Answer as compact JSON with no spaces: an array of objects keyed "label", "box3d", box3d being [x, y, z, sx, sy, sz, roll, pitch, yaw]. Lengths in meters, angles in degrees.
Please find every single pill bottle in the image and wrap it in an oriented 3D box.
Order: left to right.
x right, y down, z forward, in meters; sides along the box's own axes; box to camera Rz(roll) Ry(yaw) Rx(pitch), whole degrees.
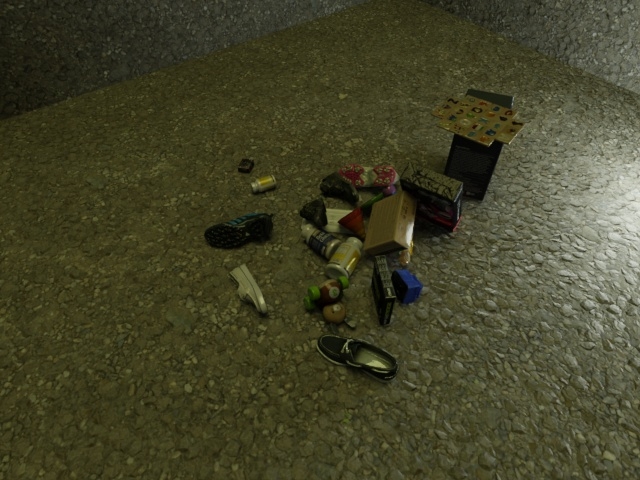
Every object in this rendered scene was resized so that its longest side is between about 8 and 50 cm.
[{"label":"pill bottle","box3d":[-0.277,-0.272,2.111,0.116,0.065,0.065,-21,52,-17]},{"label":"pill bottle","box3d":[0.000,0.000,1.849,0.169,0.094,0.094,34,58,27]},{"label":"pill bottle","box3d":[0.103,0.074,1.776,0.103,0.103,0.184,22,53,19]}]

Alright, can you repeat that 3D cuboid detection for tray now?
[{"label":"tray","box3d":[0.053,-0.099,1.978,0.270,0.030,0.145,5,50,6]}]

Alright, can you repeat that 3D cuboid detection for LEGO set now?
[{"label":"LEGO set","box3d":[0.330,0.002,1.829,0.107,0.132,0.287,4,55,16]}]

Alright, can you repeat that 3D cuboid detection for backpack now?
[{"label":"backpack","box3d":[0.329,0.173,1.694,0.101,0.098,0.120,-2,36,-29]}]

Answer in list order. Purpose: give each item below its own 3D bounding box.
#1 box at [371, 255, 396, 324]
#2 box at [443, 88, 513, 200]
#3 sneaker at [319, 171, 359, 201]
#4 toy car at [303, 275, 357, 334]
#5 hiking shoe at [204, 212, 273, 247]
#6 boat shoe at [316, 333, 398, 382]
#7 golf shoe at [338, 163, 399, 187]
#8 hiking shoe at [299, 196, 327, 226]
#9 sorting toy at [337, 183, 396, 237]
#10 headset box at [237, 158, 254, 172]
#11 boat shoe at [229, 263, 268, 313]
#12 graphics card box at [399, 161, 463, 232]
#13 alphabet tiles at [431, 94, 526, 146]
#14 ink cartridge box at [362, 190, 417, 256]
[{"label":"box","box3d":[0.230,0.185,1.623,0.045,0.184,0.191,-6,50,-2]},{"label":"box","box3d":[0.715,-0.437,2.016,0.212,0.395,0.293,15,51,15]},{"label":"sneaker","box3d":[0.082,-0.234,2.060,0.130,0.087,0.227,-28,51,-19]},{"label":"toy car","box3d":[0.052,0.251,1.611,0.155,0.149,0.188,-16,61,-26]},{"label":"hiking shoe","box3d":[-0.352,-0.047,1.914,0.304,0.113,0.132,-10,19,0]},{"label":"boat shoe","box3d":[0.126,0.387,1.511,0.302,0.091,0.114,16,51,15]},{"label":"golf shoe","box3d":[0.236,-0.303,2.115,0.306,0.115,0.140,10,4,30]},{"label":"hiking shoe","box3d":[-0.033,-0.109,1.903,0.114,0.086,0.227,-17,23,8]},{"label":"sorting toy","box3d":[0.238,-0.122,1.949,0.365,0.127,0.126,-34,92,-34]},{"label":"headset box","box3d":[-0.381,-0.379,2.229,0.062,0.032,0.083,9,48,9]},{"label":"boat shoe","box3d":[-0.282,0.199,1.695,0.084,0.095,0.258,-26,43,-15]},{"label":"graphics card box","box3d":[0.466,-0.172,1.816,0.233,0.371,0.094,28,81,22]},{"label":"alphabet tiles","box3d":[0.649,-0.501,1.804,0.342,0.011,0.285,30,56,24]},{"label":"ink cartridge box","box3d":[0.284,-0.063,1.779,0.088,0.193,0.235,27,64,-26]}]
